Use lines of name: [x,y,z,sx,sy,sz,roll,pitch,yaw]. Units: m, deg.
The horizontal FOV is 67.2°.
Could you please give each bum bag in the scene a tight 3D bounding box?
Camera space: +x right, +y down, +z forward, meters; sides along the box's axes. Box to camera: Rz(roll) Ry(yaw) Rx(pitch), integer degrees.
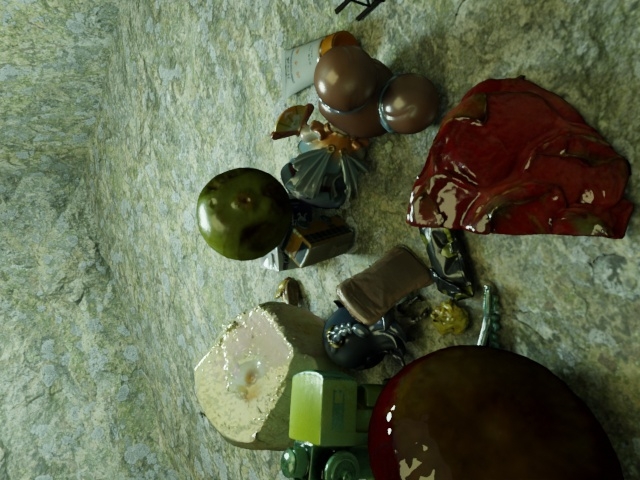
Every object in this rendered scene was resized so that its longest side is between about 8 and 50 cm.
bum bag: [0.262,0.016,1.028,0.107,0.060,0.232,-22,79,56]

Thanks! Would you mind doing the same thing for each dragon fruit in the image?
dragon fruit: [0.327,-0.128,0.795,0.329,0.228,0.286,31,118,46]

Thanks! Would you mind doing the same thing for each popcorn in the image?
popcorn: [0.279,0.160,1.043,0.084,0.084,0.084,12,106,49]

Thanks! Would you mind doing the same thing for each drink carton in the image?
drink carton: [-0.104,-0.027,1.410,0.102,0.134,0.222,6,101,48]

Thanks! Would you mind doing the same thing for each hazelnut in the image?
hazelnut: [0.295,0.382,0.834,0.429,0.402,0.402,33,121,40]

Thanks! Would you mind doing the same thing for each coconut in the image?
coconut: [-0.110,0.380,1.341,0.405,0.405,0.404,12,106,49]

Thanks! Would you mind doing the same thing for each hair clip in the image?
hair clip: [0.339,0.174,0.979,0.049,0.049,0.172,12,101,49]

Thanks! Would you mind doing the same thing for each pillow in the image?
pillow: [0.144,0.097,1.094,0.135,0.211,0.034,50,164,31]

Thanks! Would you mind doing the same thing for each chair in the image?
chair: [0.118,-0.603,1.080,0.212,0.084,0.101,-20,77,50]

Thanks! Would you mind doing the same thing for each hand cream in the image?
hand cream: [-0.024,-0.476,1.282,0.314,0.089,0.139,2,96,58]

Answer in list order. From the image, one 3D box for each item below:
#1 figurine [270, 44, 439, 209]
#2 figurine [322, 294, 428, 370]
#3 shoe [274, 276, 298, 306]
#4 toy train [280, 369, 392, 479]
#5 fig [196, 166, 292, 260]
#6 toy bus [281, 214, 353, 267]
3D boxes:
figurine: [0.053,-0.254,1.104,0.388,0.277,0.248,-58,29,35]
figurine: [0.117,0.212,1.168,0.175,0.197,0.265,-85,17,-49]
shoe: [-0.106,0.171,1.496,0.069,0.072,0.109,-35,69,42]
toy train: [0.096,0.430,1.081,0.160,0.397,0.253,-21,60,52]
fig: [-0.195,-0.057,1.233,0.271,0.240,0.239,115,136,-67]
toy bus: [0.000,0.000,1.258,0.103,0.182,0.091,44,128,26]
